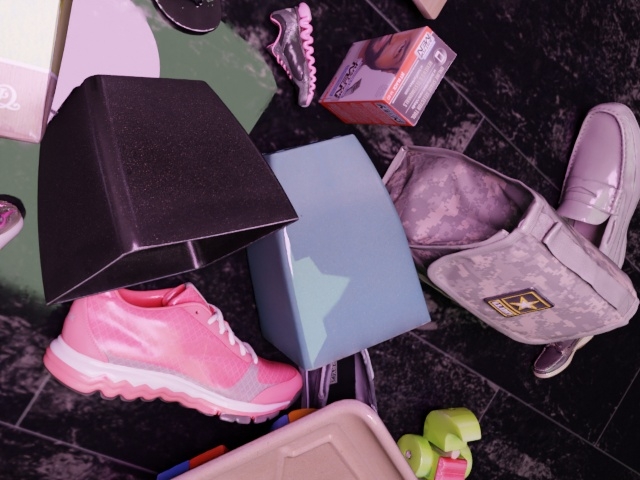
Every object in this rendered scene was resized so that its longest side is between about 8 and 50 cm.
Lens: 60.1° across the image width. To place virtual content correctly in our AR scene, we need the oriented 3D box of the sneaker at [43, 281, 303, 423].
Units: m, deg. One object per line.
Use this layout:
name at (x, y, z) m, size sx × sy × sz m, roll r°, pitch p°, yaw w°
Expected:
sneaker at (-0.144, 0.124, 0.655) m, size 0.314 × 0.116 × 0.136 m, roll 18°, pitch 91°, yaw -29°

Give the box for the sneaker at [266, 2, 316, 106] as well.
sneaker at (-0.036, -0.221, 0.667) m, size 0.057 × 0.047 × 0.119 m, roll -7°, pitch 103°, yaw -7°

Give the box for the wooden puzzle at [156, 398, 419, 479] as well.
wooden puzzle at (-0.044, 0.339, 0.712) m, size 0.348 × 0.080 × 0.322 m, roll -23°, pitch 126°, yaw 7°

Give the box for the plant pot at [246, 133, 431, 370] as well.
plant pot at (0.000, 0.000, 0.670) m, size 0.165 × 0.166 × 0.234 m, roll -18°, pitch 103°, yaw -21°

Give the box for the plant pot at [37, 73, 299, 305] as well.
plant pot at (-0.167, -0.056, 0.540) m, size 0.187 × 0.188 × 0.167 m, roll -15°, pitch 84°, yaw -47°

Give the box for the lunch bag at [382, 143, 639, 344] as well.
lunch bag at (0.220, 0.013, 0.704) m, size 0.235 × 0.287 × 0.169 m, roll 34°, pitch 86°, yaw -29°

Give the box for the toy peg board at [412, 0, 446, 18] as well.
toy peg board at (0.115, -0.394, 0.685) m, size 0.161 × 0.079 × 0.161 m, roll 33°, pitch 88°, yaw -44°

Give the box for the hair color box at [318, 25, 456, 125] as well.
hair color box at (0.071, -0.188, 0.650) m, size 0.053 × 0.167 × 0.093 m, roll 32°, pitch 87°, yaw -28°

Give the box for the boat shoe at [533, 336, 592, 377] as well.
boat shoe at (0.424, 0.181, 0.979) m, size 0.152 × 0.056 × 0.049 m, roll -37°, pitch 111°, yaw -24°

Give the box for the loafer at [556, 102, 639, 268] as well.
loafer at (0.441, -0.057, 0.892) m, size 0.111 × 0.112 × 0.319 m, roll -14°, pitch 109°, yaw -31°

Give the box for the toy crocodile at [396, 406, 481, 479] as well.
toy crocodile at (0.166, 0.419, 0.880) m, size 0.115 × 0.105 × 0.340 m, roll 17°, pitch 95°, yaw -28°

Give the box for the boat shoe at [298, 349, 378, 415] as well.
boat shoe at (0.036, 0.256, 0.779) m, size 0.108 × 0.102 × 0.301 m, roll -10°, pitch 106°, yaw -23°

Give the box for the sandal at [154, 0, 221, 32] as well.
sandal at (-0.161, -0.305, 0.582) m, size 0.067 × 0.040 × 0.179 m, roll -31°, pitch 114°, yaw -16°

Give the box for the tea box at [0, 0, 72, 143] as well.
tea box at (-0.278, -0.251, 0.376) m, size 0.220 × 0.329 × 0.323 m, roll 8°, pitch 99°, yaw -27°

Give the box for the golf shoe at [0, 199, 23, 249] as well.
golf shoe at (-0.378, 0.033, 0.556) m, size 0.186 × 0.067 × 0.086 m, roll -41°, pitch 148°, yaw -16°
